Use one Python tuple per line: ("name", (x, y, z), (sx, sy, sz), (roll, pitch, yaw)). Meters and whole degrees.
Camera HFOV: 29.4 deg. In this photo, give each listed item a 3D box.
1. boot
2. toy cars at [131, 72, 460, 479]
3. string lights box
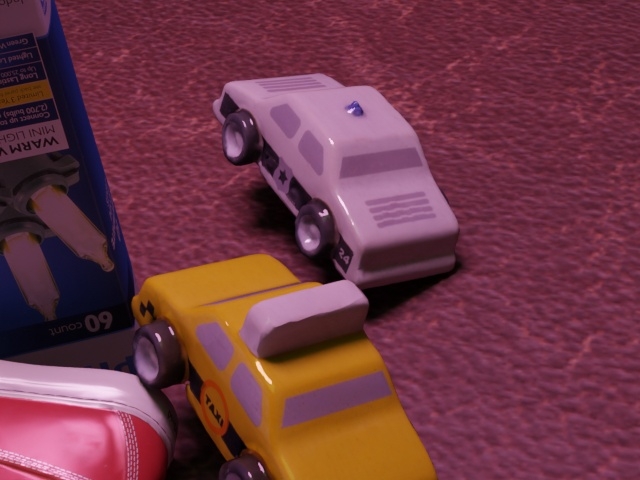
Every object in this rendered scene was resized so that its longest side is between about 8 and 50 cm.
("boot", (-0.206, 0.139, 0.594), (0.244, 0.088, 0.176), (2, 39, 9))
("toy cars", (0.000, 0.000, 0.686), (0.176, 0.087, 0.393), (18, 37, -4))
("string lights box", (-0.186, -0.028, 0.662), (0.133, 0.259, 0.077), (-13, 36, -4))
